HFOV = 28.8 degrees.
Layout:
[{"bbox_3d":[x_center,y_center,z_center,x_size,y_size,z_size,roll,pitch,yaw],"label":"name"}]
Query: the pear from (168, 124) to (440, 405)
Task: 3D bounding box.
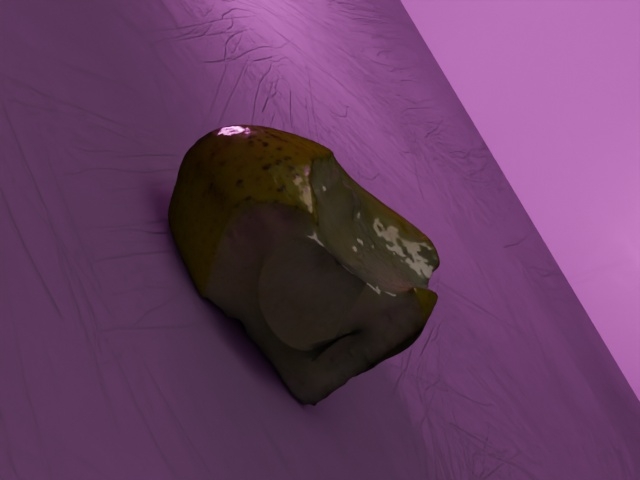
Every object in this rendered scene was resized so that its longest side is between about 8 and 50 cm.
[{"bbox_3d":[-0.022,-0.011,1.292,0.282,0.176,0.286,47,17,-11],"label":"pear"}]
